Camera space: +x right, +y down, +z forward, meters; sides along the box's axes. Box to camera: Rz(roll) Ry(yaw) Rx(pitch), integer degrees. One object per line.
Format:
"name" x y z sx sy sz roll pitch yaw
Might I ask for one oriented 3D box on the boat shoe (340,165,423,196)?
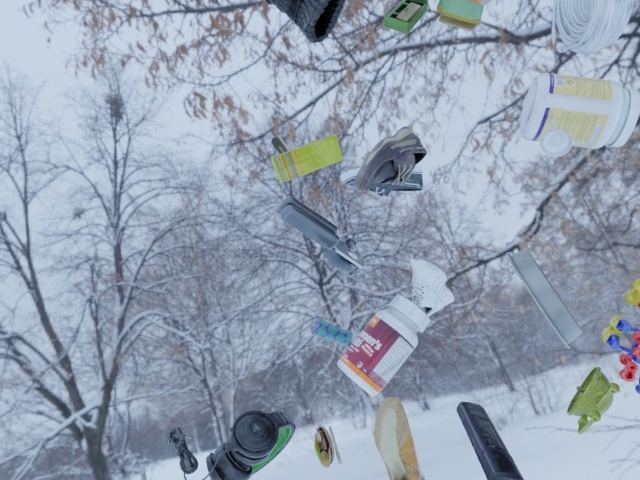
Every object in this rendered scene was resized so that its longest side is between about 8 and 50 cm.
"boat shoe" 0.223 -0.206 1.660 0.301 0.102 0.108 -4 -8 -12

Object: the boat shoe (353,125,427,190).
"boat shoe" 0.233 -0.245 1.439 0.355 0.130 0.132 -43 -14 -39

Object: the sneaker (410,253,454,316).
"sneaker" 0.371 0.163 1.601 0.129 0.111 0.297 -43 -52 -9

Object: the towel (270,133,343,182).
"towel" -0.045 -0.280 1.586 0.237 0.021 0.102 -21 -58 -2

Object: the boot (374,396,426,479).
"boot" 0.245 0.636 1.379 0.104 0.295 0.211 -16 -35 20

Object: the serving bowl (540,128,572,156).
"serving bowl" 0.675 -0.283 1.329 0.083 0.083 0.027 -36 14 44

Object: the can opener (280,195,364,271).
"can opener" 0.000 0.000 1.174 0.283 0.076 0.095 33 -61 -29

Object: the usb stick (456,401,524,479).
"usb stick" 0.361 0.440 1.007 0.077 0.045 0.278 15 12 -1

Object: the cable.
"cable" 0.680 -0.603 1.162 0.089 0.257 0.257 -13 -63 3

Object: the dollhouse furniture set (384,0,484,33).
"dollhouse furniture set" 0.374 -0.789 1.513 0.151 0.301 0.198 -50 -26 -24

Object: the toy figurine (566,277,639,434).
"toy figurine" 0.690 0.270 0.927 0.363 0.217 0.191 -67 -13 13

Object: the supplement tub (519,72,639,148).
"supplement tub" 0.919 -0.460 1.666 0.331 0.241 0.241 11 -16 10

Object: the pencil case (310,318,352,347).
"pencil case" 0.042 0.350 1.752 0.151 0.065 0.070 24 -21 -14

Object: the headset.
"headset" -0.239 0.571 1.296 0.243 0.185 0.394 -53 -31 12

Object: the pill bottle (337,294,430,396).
"pill bottle" 0.150 0.243 1.088 0.221 0.121 0.121 -50 -18 -9

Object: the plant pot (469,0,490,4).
"plant pot" 0.408 -0.752 1.269 0.205 0.188 0.205 -38 -21 -17

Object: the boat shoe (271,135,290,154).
"boat shoe" -0.166 -0.429 2.273 0.068 0.190 0.072 -23 8 27

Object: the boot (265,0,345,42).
"boot" -0.043 -0.732 1.210 0.131 0.260 0.348 -30 -27 -26

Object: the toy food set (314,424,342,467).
"toy food set" 0.009 0.671 1.512 0.038 0.132 0.192 -11 -21 -20

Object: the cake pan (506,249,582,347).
"cake pan" 0.607 0.146 1.252 0.054 0.293 0.293 -34 -25 21
